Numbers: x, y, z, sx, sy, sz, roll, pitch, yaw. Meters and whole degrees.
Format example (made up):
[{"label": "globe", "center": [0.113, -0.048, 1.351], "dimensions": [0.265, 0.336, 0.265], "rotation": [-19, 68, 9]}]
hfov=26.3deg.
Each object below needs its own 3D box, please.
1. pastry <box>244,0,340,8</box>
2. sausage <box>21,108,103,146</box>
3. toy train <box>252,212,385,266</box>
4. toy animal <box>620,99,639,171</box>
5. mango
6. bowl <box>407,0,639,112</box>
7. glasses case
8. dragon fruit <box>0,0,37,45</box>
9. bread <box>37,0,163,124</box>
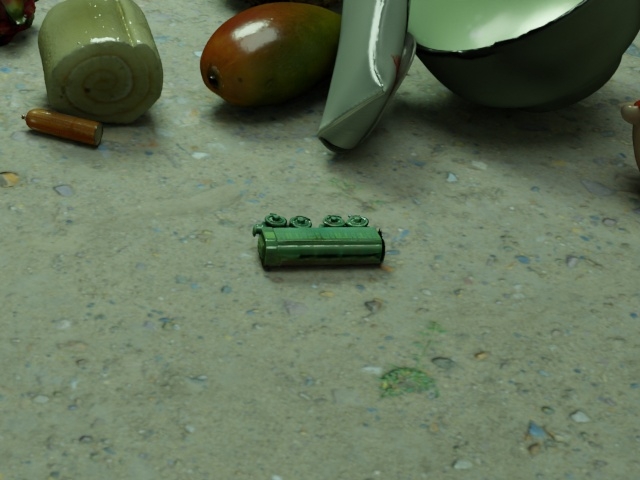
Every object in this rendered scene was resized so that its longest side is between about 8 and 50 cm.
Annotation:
[{"label": "pastry", "center": [-0.053, -0.470, 2.136], "dimensions": [0.275, 0.193, 0.275], "rotation": [3, 31, -2]}, {"label": "sausage", "center": [-0.321, -0.142, 1.692], "dimensions": [0.107, 0.031, 0.031], "rotation": [14, 31, 14]}, {"label": "toy train", "center": [0.000, 0.000, 1.510], "dimensions": [0.148, 0.038, 0.071], "rotation": [-1, 34, -14]}, {"label": "toy animal", "center": [0.472, -0.124, 1.700], "dimensions": [0.197, 0.171, 0.171], "rotation": [-9, 33, -37]}, {"label": "mango", "center": [-0.047, -0.258, 1.852], "dimensions": [0.146, 0.129, 0.289], "rotation": [8, 18, 29]}, {"label": "bowl", "center": [0.298, -0.298, 1.864], "dimensions": [0.354, 0.185, 0.354], "rotation": [-23, 33, 16]}, {"label": "glasses case", "center": [0.073, -0.251, 1.775], "dimensions": [0.083, 0.128, 0.308], "rotation": [31, 49, -25]}, {"label": "dragon fruit", "center": [-0.459, -0.371, 1.908], "dimensions": [0.166, 0.172, 0.160], "rotation": [27, 36, 28]}, {"label": "bread", "center": [-0.281, -0.228, 1.743], "dimensions": [0.148, 0.134, 0.141], "rotation": [-11, 38, -10]}]
